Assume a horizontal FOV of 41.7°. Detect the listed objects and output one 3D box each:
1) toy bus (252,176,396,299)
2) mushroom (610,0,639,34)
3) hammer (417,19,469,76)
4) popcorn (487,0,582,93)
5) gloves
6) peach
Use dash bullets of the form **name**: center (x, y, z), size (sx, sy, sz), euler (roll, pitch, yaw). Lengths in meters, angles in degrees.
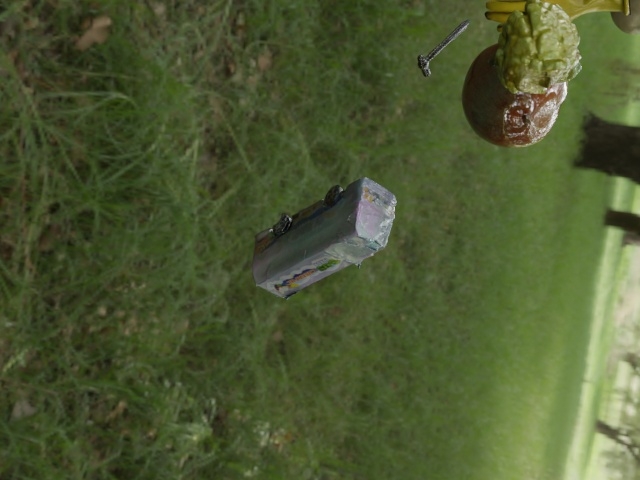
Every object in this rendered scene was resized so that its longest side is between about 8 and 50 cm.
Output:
- **toy bus**: center (0.000, 0.000, 1.583), size (0.112, 0.317, 0.138), euler (28, 52, -31)
- **mushroom**: center (0.791, -0.561, 1.965), size (0.204, 0.204, 0.204), euler (9, 90, -69)
- **hammer**: center (0.297, -0.469, 2.016), size (0.178, 0.021, 0.065), euler (-45, 141, -14)
- **popcorn**: center (0.374, -0.333, 1.477), size (0.142, 0.173, 0.174), euler (-19, 127, -18)
- **gloves**: center (0.486, -0.502, 1.746), size (0.133, 0.294, 0.116), euler (58, 33, -49)
- **peach**: center (0.443, -0.333, 1.928), size (0.252, 0.252, 0.253), euler (9, 90, -69)
